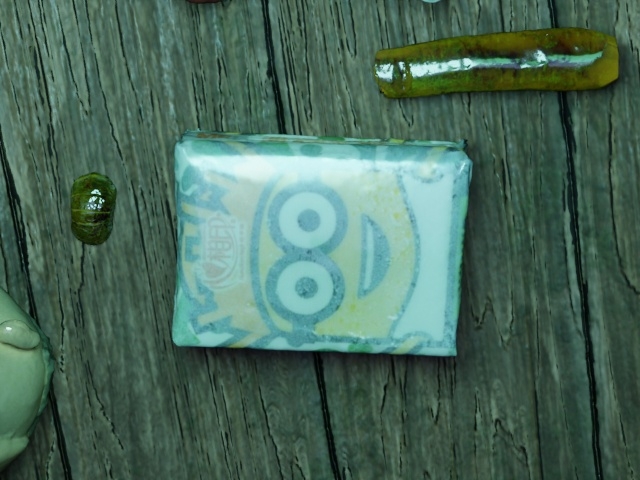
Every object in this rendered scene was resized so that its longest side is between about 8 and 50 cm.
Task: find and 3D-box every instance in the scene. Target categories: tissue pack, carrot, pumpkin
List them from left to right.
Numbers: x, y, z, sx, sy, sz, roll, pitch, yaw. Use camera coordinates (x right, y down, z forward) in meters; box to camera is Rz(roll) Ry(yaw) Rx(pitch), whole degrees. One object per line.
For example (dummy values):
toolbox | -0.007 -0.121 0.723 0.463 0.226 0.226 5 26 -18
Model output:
pumpkin | -0.251 -0.032 1.495 0.050 0.028 0.083 1 107 -3
tissue pack | 0.000 0.000 1.455 0.311 0.128 0.227 3 103 0
carrot | 0.186 -0.186 1.446 0.260 0.070 0.070 -5 103 2

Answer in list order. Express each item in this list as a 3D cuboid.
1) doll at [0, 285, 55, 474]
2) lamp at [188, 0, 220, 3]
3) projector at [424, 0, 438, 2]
doll | -0.424 0.203 1.441 0.247 0.247 0.349 25 109 -6
lamp | -0.123 -0.294 1.406 0.101 0.090 0.101 5 80 -30
projector | 0.043 -0.374 1.385 0.257 0.099 0.192 24 102 -5
